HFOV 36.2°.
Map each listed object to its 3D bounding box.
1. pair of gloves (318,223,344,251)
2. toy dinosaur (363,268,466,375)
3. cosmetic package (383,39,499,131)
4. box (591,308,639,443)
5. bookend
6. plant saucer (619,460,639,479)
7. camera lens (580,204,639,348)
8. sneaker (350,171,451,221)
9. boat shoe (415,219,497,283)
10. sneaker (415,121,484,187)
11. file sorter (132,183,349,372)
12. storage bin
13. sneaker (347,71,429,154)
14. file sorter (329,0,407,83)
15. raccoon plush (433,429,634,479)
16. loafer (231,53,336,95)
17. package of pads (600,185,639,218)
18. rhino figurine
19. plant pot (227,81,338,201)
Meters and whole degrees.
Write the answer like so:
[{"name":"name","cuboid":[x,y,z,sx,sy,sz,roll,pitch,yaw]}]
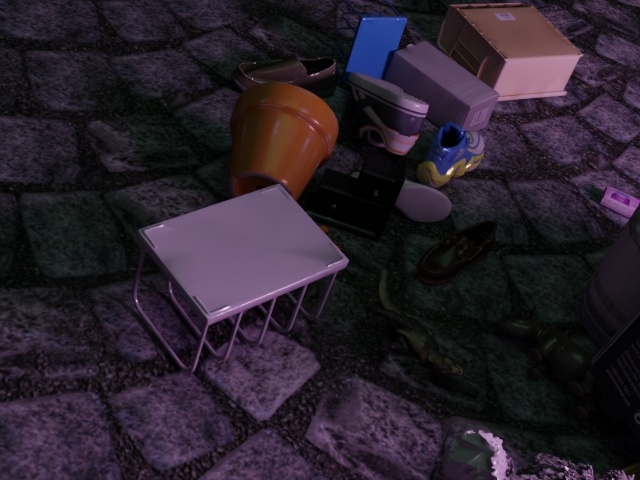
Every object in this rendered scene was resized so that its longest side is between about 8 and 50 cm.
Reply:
[{"name":"pair of gloves","cuboid":[0.000,0.000,1.819,0.074,0.010,0.083,-18,53,-36]},{"name":"toy dinosaur","cuboid":[0.136,0.152,1.678,0.118,0.064,0.268,-6,45,-36]},{"name":"cosmetic package","cuboid":[0.274,-0.348,2.242,0.238,0.107,0.127,40,45,25]},{"name":"box","cuboid":[0.795,0.163,1.567,0.480,0.471,0.297,5,42,-32]},{"name":"bookend","cuboid":[0.065,-0.097,1.840,0.156,0.157,0.072,19,41,-3]},{"name":"plant saucer","cuboid":[0.499,0.450,1.512,0.188,0.045,0.188,-12,51,-33]},{"name":"camera lens","cuboid":[0.627,0.073,1.796,0.220,0.274,0.219,12,41,-11]},{"name":"sneaker","cuboid":[0.158,-0.101,1.951,0.212,0.080,0.094,14,30,-6]},{"name":"boat shoe","cuboid":[0.262,0.015,1.865,0.073,0.073,0.207,42,46,21]},{"name":"sneaker","cuboid":[0.296,-0.202,2.071,0.091,0.126,0.240,34,43,14]},{"name":"file sorter","cuboid":[-0.137,0.065,1.569,0.278,0.173,0.193,-21,57,-37]},{"name":"storage bin","cuboid":[0.467,-0.480,2.447,0.262,0.123,0.260,-10,49,-30]},{"name":"sneaker","cuboid":[0.124,-0.275,2.097,0.126,0.127,0.321,12,17,-18]},{"name":"file sorter","cuboid":[0.101,-0.460,2.238,0.118,0.170,0.104,-7,46,-28]},{"name":"raccoon plush","cuboid":[0.308,0.331,1.297,0.216,0.446,0.299,25,52,25]},{"name":"loafer","cuboid":[-0.075,-0.370,2.129,0.251,0.087,0.094,-6,48,-28]},{"name":"package of pads","cuboid":[0.663,-0.085,2.166,0.083,0.032,0.050,26,40,6]},{"name":"rhino figurine","cuboid":[0.409,0.199,1.726,0.106,0.073,0.243,-26,57,-36]},{"name":"plant pot","cuboid":[-0.086,-0.158,1.833,0.205,0.205,0.187,18,57,-3]}]
